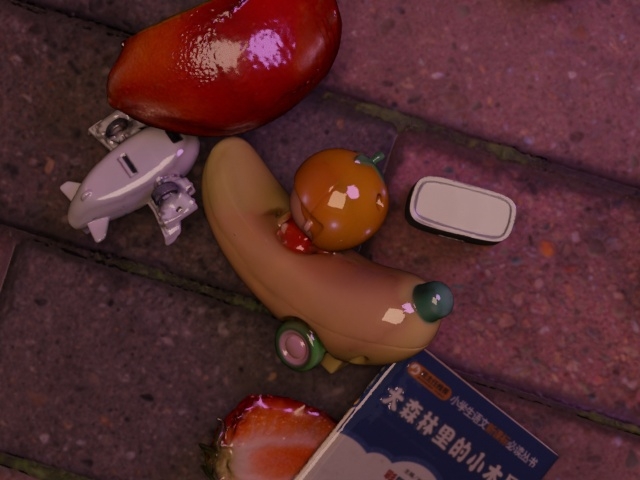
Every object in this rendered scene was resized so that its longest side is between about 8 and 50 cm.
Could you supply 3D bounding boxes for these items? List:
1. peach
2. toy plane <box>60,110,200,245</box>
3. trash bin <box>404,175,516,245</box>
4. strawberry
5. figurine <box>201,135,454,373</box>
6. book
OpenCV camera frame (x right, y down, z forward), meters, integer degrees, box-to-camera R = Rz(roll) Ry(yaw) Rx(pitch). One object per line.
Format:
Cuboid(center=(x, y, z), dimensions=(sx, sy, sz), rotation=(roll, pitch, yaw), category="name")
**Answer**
Cuboid(center=(-0.093, -0.196, 1.741), dimensions=(0.267, 0.154, 0.158), rotation=(-27, 93, -23), category="peach")
Cuboid(center=(-0.208, -0.069, 1.807), dimensions=(0.174, 0.080, 0.174), rotation=(-4, 72, 12), category="toy plane")
Cuboid(center=(0.152, -0.031, 1.771), dimensions=(0.116, 0.130, 0.059), rotation=(14, 89, 1), category="trash bin")
Cuboid(center=(-0.042, 0.230, 1.791), dimensions=(0.187, 0.082, 0.146), rotation=(-1, 110, -13), category="strawberry")
Cuboid(center=(0.000, 0.000, 1.740), dimensions=(0.324, 0.124, 0.222), rotation=(47, 129, 15), category="figurine")
Cuboid(center=(0.081, 0.296, 1.787), dimensions=(0.228, 0.018, 0.322), rotation=(38, 90, -14), category="book")
